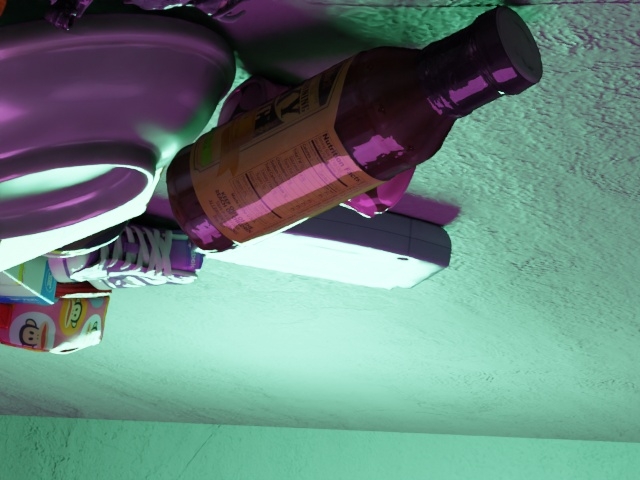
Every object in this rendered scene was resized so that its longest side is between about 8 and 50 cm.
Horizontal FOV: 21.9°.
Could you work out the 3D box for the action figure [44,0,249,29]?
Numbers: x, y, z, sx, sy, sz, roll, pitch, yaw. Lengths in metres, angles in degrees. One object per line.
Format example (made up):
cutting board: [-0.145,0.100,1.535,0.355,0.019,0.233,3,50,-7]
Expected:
action figure: [-0.159,-0.208,1.203,0.185,0.099,0.285,-14,158,41]

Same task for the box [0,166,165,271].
box: [-0.261,-0.037,1.765,0.201,0.021,0.164,-24,165,-28]

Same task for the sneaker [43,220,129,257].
sneaker: [-0.310,-0.056,1.834,0.121,0.111,0.300,-15,161,34]

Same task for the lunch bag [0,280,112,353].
lunch bag: [-0.445,0.070,2.177,0.293,0.120,0.258,14,-176,16]

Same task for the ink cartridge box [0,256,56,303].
ink cartridge box: [-0.380,-0.016,1.951,0.078,0.134,0.231,2,165,13]

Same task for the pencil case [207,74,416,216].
pencil case: [-0.003,-0.084,1.598,0.209,0.098,0.095,16,163,-36]

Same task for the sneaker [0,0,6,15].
sneaker: [-0.352,-0.233,1.212,0.262,0.099,0.121,29,166,-30]

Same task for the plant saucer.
plant saucer: [-0.260,-0.078,1.475,0.400,0.101,0.400,-15,168,-3]

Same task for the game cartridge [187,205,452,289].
game cartridge: [0.000,0.000,2.013,0.294,0.060,0.196,10,168,-15]

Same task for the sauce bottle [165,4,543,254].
sauce bottle: [0.026,-0.095,1.404,0.344,0.111,0.111,-25,151,28]

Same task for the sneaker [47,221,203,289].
sneaker: [-0.234,0.005,2.064,0.161,0.102,0.282,0,175,12]
